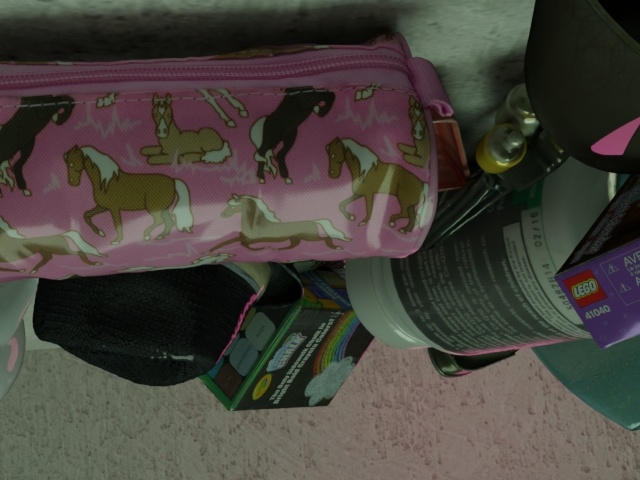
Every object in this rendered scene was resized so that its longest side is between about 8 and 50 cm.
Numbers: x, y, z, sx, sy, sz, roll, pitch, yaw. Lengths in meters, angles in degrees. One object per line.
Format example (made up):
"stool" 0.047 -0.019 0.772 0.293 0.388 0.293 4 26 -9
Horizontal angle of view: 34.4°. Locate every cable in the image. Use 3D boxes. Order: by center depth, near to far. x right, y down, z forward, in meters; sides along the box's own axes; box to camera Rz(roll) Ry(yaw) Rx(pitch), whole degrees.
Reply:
"cable" 0.155 -0.077 0.886 0.139 0.072 0.287 -43 -179 -20

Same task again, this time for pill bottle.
"pill bottle" 0.195 0.015 1.101 0.204 0.204 0.361 2 168 -34

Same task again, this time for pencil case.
"pencil case" -0.112 -0.055 0.692 0.386 0.160 0.167 -3 -177 -8

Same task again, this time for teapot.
"teapot" -0.496 0.097 1.375 0.256 0.187 0.252 22 148 -1

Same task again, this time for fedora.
"fedora" -0.189 0.064 1.094 0.334 0.153 0.334 15 160 6

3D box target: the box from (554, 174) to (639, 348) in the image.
"box" 0.284 -0.057 0.635 0.201 0.057 0.293 -30 -173 41

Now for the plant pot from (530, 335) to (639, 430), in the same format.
"plant pot" 0.395 0.090 1.269 0.247 0.252 0.248 -37 155 27

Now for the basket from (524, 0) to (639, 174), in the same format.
"basket" 0.188 -0.113 0.522 0.204 0.154 0.227 15 174 -1

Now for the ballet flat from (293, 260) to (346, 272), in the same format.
"ballet flat" 0.000 0.000 1.355 0.079 0.077 0.221 -29 166 23

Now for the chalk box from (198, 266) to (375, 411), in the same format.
"chalk box" -0.081 0.104 1.384 0.179 0.180 0.289 43 -162 32

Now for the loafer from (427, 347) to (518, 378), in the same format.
"loafer" 0.251 0.116 1.439 0.251 0.094 0.087 -22 176 -35

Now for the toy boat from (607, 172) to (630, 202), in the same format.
"toy boat" 0.403 -0.008 0.894 0.267 0.148 0.318 -16 132 19

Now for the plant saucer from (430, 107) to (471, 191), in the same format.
"plant saucer" -0.001 -0.079 0.926 0.259 0.048 0.258 -5 171 10
